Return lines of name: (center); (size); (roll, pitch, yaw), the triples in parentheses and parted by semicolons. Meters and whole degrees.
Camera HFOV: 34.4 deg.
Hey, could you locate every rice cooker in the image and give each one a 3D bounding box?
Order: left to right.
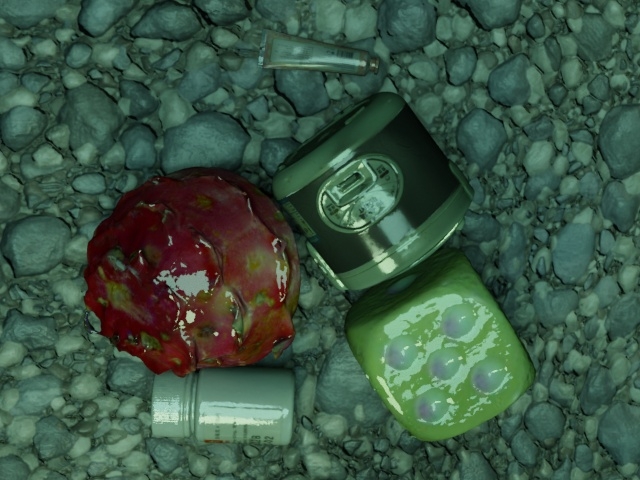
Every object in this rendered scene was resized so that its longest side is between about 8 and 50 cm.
rice cooker: (0.086, -0.074, 1.721); (0.288, 0.288, 0.277); (-36, 100, 5)

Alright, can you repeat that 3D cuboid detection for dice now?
dice: (0.201, 0.176, 1.785); (0.254, 0.252, 0.250); (-30, 100, 6)

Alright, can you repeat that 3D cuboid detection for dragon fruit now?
dragon fruit: (-0.230, 0.063, 1.707); (0.386, 0.249, 0.371); (38, 111, 19)

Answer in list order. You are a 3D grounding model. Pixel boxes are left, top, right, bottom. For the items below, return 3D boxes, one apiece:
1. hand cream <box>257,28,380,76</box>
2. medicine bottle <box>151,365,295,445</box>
hand cream: (-0.002, -0.317, 1.791); (0.209, 0.043, 0.067); (10, 99, 2)
medicine bottle: (-0.172, 0.292, 1.854); (0.252, 0.144, 0.144); (5, 101, -5)
